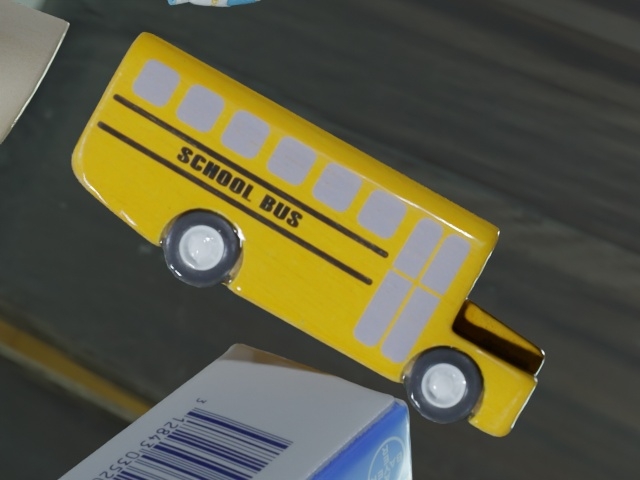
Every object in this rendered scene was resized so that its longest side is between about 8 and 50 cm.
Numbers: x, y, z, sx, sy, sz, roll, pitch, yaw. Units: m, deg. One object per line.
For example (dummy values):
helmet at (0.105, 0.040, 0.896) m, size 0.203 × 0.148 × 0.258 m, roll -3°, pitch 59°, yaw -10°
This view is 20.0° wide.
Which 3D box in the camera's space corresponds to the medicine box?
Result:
medicine box at (-0.066, 0.261, 1.168) m, size 0.263 × 0.149 × 0.289 m, roll -37°, pitch 132°, yaw -43°

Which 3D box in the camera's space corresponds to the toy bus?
toy bus at (0.000, 0.000, 1.199) m, size 0.130 × 0.333 × 0.108 m, roll -61°, pitch -179°, yaw 2°

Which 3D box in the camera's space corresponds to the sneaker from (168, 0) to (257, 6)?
sneaker at (-0.097, -0.314, 1.737) m, size 0.087 × 0.092 × 0.228 m, roll 108°, pitch -15°, yaw -58°

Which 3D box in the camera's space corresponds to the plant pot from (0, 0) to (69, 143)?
plant pot at (-0.254, -0.119, 1.289) m, size 0.109 × 0.109 × 0.096 m, roll -11°, pitch -118°, yaw 67°
